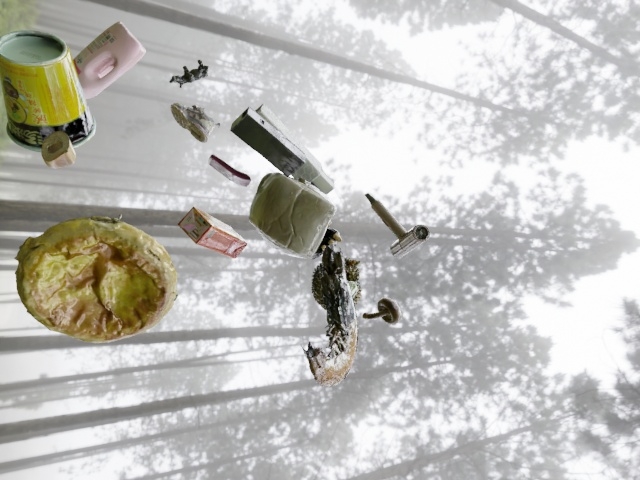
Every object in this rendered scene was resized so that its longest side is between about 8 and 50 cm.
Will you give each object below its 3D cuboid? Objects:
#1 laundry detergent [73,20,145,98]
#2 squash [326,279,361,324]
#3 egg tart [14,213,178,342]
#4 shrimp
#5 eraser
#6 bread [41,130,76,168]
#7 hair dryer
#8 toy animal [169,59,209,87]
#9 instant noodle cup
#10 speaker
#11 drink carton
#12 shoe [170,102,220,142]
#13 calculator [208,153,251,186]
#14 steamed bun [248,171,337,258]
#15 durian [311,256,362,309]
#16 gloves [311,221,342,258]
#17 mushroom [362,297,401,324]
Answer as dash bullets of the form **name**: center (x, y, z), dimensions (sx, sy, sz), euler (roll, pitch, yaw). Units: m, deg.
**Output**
- **laundry detergent**: center (-0.702, -0.521, 1.420), dimensions (0.335, 0.088, 0.159), euler (-42, -111, 0)
- **squash**: center (0.072, 0.230, 1.675), dimensions (0.071, 0.318, 0.080), euler (40, -59, -1)
- **egg tart**: center (-0.485, 0.082, 1.030), dimensions (0.132, 0.341, 0.341), euler (58, -46, 51)
- **shrimp**: center (0.017, 0.157, 0.931), dimensions (0.054, 0.222, 0.291), euler (-1, -80, 27)
- **eraser**: center (-0.111, -0.325, 1.738), dimensions (0.098, 0.404, 0.096), euler (-36, -155, 23)
- **bread**: center (-0.543, -0.187, 0.947), dimensions (0.049, 0.062, 0.103), euler (67, -23, 2)
- **hair dryer**: center (0.213, -0.067, 1.345), dimensions (0.220, 0.053, 0.195), euler (59, -17, 7)
- **toy animal**: center (-0.428, -0.537, 1.501), dimensions (0.047, 0.135, 0.065), euler (60, -13, 3)
- **instant noodle cup**: center (-0.681, -0.370, 1.136), dimensions (0.236, 0.215, 0.216), euler (111, -35, -48)
- **speaker**: center (-0.147, -0.277, 1.312), dimensions (0.082, 0.218, 0.044), euler (-35, -146, 31)
- **drink carton**: center (-0.313, -0.017, 1.366), dimensions (0.096, 0.223, 0.071), euler (42, -89, 22)
- **shoe**: center (-0.434, -0.427, 1.599), dimensions (0.180, 0.092, 0.089), euler (41, -25, 6)
- **calculator**: center (-0.374, -0.280, 1.882), dimensions (0.034, 0.190, 0.126), euler (-62, -167, -13)
- **steamed bun**: center (-0.117, -0.095, 1.525), dimensions (0.247, 0.236, 0.383), euler (-58, -163, 3)
- **durian**: center (0.080, 0.206, 2.186), dimensions (0.258, 0.258, 0.293), euler (-30, -131, 53)
- **gloves**: center (0.000, 0.000, 1.782), dimensions (0.203, 0.124, 0.164), euler (9, -74, 30)
- **mushroom**: center (0.197, 0.225, 1.472), dimensions (0.129, 0.073, 0.088), euler (-6, -62, 23)
